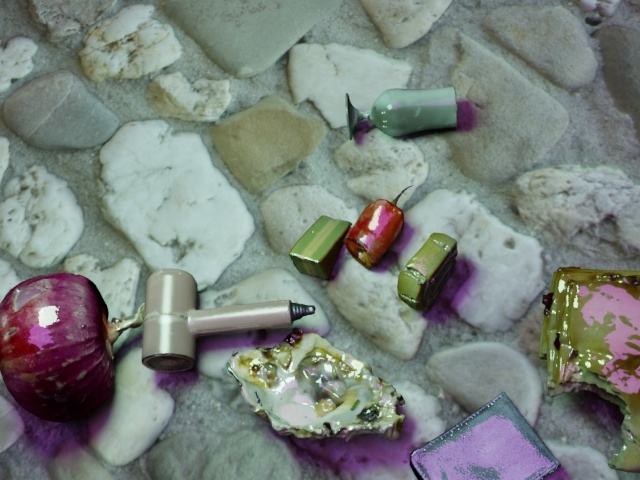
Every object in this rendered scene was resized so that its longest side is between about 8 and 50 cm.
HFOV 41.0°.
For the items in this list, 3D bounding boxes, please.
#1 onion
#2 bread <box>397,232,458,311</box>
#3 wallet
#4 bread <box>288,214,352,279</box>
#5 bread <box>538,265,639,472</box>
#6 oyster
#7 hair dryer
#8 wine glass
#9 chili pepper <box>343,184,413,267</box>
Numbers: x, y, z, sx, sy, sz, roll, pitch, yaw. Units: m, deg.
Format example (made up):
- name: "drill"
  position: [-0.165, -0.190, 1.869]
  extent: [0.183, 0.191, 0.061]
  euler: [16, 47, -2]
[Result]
- name: "onion"
  position: [-0.496, 0.214, 1.621]
  extent: [0.272, 0.256, 0.230]
  euler: [-31, 46, 13]
- name: "bread"
  position: [0.208, 0.057, 1.618]
  extent: [0.064, 0.117, 0.156]
  euler: [29, 73, 25]
- name: "wallet"
  position: [0.279, 0.387, 1.486]
  extent: [0.222, 0.036, 0.167]
  euler: [-33, 61, -8]
- name: "bread"
  position: [0.002, -0.004, 1.712]
  extent: [0.074, 0.084, 0.139]
  euler: [17, 68, 20]
- name: "bread"
  position: [0.532, 0.202, 1.439]
  extent: [0.314, 0.191, 0.370]
  euler: [2, 66, 12]
- name: "oyster"
  position: [-0.009, 0.288, 1.569]
  extent: [0.354, 0.107, 0.201]
  euler: [25, 50, 34]
- name: "hair dryer"
  position: [-0.177, 0.141, 1.663]
  extent: [0.344, 0.107, 0.189]
  euler: [-7, 61, 9]
- name: "wine glass"
  position: [0.171, -0.270, 1.801]
  extent: [0.231, 0.103, 0.103]
  euler: [-4, 63, 5]
- name: "chili pepper"
  position: [0.127, -0.040, 1.706]
  extent: [0.086, 0.084, 0.192]
  euler: [40, 78, -8]
